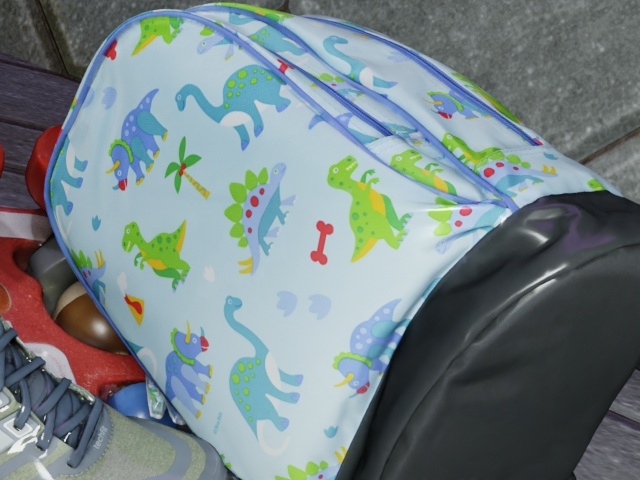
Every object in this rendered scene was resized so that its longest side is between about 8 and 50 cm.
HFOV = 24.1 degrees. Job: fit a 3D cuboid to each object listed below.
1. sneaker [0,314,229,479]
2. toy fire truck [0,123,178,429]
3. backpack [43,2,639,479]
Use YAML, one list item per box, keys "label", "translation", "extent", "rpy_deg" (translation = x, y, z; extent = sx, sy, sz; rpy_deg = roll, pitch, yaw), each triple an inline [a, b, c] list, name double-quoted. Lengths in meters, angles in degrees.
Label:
- label: "sneaker"
  translation: [-0.187, 0.084, 0.799]
  extent: [0.299, 0.121, 0.111]
  rpy_deg: [19, 31, -11]
- label: "toy fire truck"
  translation: [-0.207, 0.050, 1.015]
  extent: [0.302, 0.169, 0.254]
  rpy_deg: [7, 38, -33]
- label: "backpack"
  translation: [0.000, 0.000, 0.911]
  extent: [0.273, 0.290, 0.355]
  rpy_deg: [6, 36, -34]
